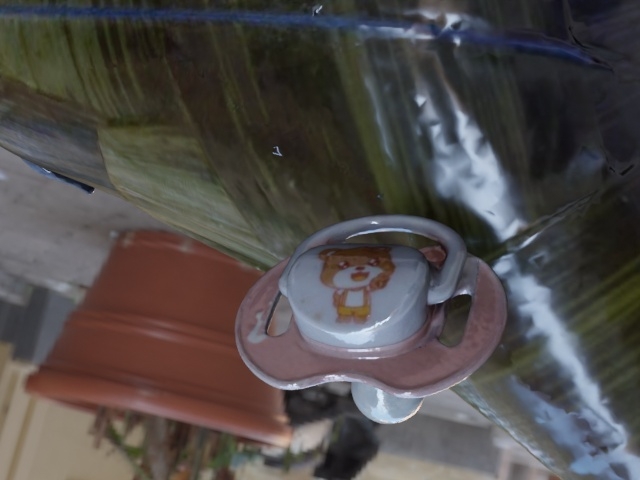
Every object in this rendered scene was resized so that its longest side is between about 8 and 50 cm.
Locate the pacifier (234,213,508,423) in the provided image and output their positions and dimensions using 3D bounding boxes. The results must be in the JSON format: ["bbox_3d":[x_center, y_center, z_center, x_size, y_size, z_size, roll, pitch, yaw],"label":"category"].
[{"bbox_3d":[0.022,0.034,0.462,0.099,0.081,0.078,1,133,22],"label":"pacifier"}]

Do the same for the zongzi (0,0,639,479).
[{"bbox_3d":[0.000,0.000,0.600,0.404,0.432,0.208,-10,169,20],"label":"zongzi"}]
